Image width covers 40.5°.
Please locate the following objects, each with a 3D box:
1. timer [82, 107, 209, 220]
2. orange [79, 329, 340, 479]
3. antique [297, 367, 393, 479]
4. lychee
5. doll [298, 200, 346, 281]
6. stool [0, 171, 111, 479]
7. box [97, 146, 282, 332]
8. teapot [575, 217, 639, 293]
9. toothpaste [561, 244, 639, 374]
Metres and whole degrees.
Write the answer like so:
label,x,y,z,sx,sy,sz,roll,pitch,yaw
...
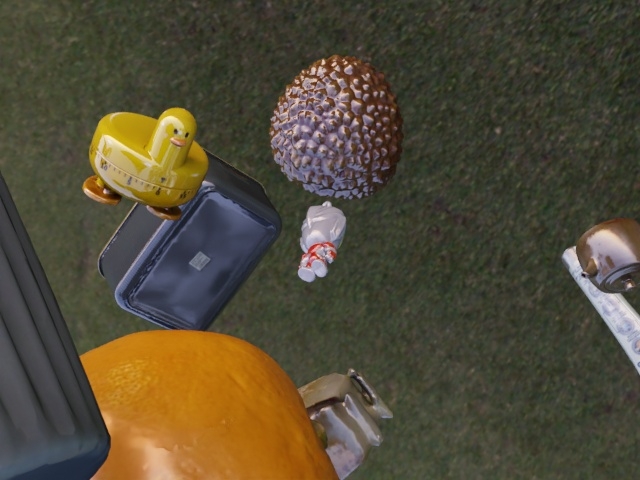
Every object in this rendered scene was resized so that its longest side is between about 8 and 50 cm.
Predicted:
label,x,y,z,sx,sy,sz,roll,pitch,yaw
timer,-0.148,-0.081,0.772,0.107,0.107,0.109,33,112,12
orange,-0.128,0.231,0.764,0.312,0.312,0.312,18,129,24
antique,-0.048,0.259,1.033,0.284,0.125,0.150,-37,96,20
lychee,0.036,-0.205,1.573,0.267,0.267,0.268,18,129,24
doll,0.000,0.000,1.404,0.094,0.180,0.079,-28,120,29
stool,-0.274,0.009,0.378,0.330,0.297,0.297,58,136,12
box,-0.150,0.007,1.019,0.144,0.090,0.201,32,102,-37
teapot,0.327,0.025,0.933,0.076,0.121,0.068,116,149,-49
toothpaste,0.442,0.104,1.299,0.062,0.039,0.239,-41,55,16
